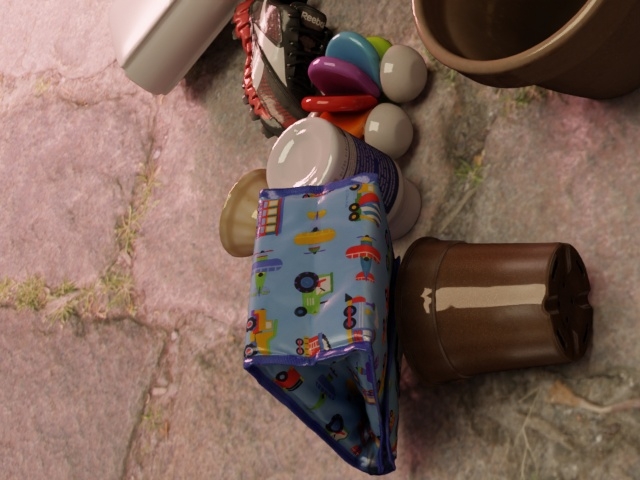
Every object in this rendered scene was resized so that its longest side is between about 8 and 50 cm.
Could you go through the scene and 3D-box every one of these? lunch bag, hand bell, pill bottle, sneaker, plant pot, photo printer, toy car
[{"bbox_3d":[0.032,0.107,1.271,0.138,0.293,0.220,-8,53,15],"label":"lunch bag"},{"bbox_3d":[0.000,0.000,1.496,0.242,0.126,0.126,21,88,33],"label":"hand bell"},{"bbox_3d":[0.035,-0.066,1.410,0.112,0.187,0.112,-19,61,37],"label":"pill bottle"},{"bbox_3d":[-0.044,-0.255,1.626,0.135,0.098,0.276,-34,51,31],"label":"sneaker"},{"bbox_3d":[0.190,0.071,1.237,0.165,0.167,0.166,-6,69,34],"label":"plant pot"},{"bbox_3d":[-0.197,-0.401,1.795,0.307,0.107,0.256,-47,32,18],"label":"photo printer"},{"bbox_3d":[0.038,-0.187,1.494,0.159,0.136,0.181,5,76,44],"label":"toy car"},{"bbox_3d":[0.266,-0.257,1.246,0.263,0.229,0.263,-19,60,36],"label":"plant pot"}]
